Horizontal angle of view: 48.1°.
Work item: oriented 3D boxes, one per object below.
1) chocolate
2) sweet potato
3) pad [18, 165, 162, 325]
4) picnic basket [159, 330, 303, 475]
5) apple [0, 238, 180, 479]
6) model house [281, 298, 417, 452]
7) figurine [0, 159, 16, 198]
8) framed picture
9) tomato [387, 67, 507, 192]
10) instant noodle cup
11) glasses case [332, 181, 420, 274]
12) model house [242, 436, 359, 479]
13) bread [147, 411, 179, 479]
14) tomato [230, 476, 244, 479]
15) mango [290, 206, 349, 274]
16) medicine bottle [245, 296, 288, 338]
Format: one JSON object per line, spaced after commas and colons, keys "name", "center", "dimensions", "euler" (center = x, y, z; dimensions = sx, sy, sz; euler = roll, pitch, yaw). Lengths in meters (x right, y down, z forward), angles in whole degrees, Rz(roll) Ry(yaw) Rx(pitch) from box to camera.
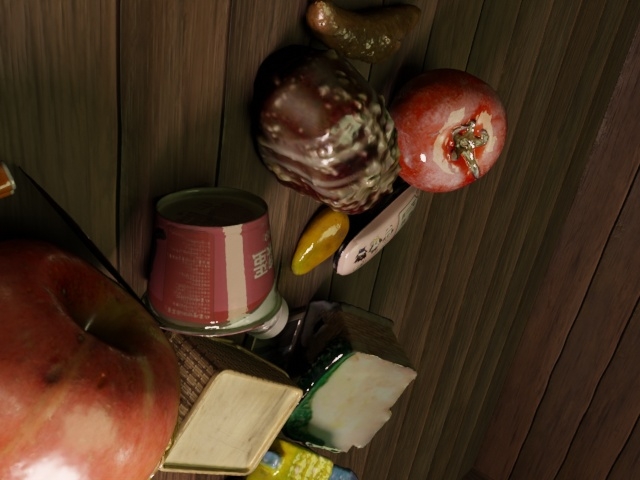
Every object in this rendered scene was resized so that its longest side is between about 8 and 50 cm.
{"name": "chocolate", "center": [0.031, -0.180, 1.292], "dimensions": [0.225, 0.210, 0.340], "euler": [-47, 147, -16]}
{"name": "sweet potato", "center": [0.093, -0.382, 1.321], "dimensions": [0.341, 0.092, 0.114], "euler": [-18, 114, -49]}
{"name": "pad", "center": [-0.312, 0.014, 0.991], "dimensions": [0.004, 0.181, 0.267], "euler": [-43, 145, -15]}
{"name": "picnic basket", "center": [-0.214, 0.317, 1.406], "dimensions": [0.228, 0.175, 0.313], "euler": [-57, 145, 0]}
{"name": "apple", "center": [-0.370, 0.197, 0.911], "dimensions": [0.364, 0.364, 0.363], "euler": [-36, 142, -34]}
{"name": "model house", "center": [0.038, 0.292, 1.678], "dimensions": [0.243, 0.284, 0.298], "euler": [24, 116, -25]}
{"name": "figurine", "center": [-0.471, -0.014, 0.788], "dimensions": [0.271, 0.143, 0.143], "euler": [-44, 146, -27]}
{"name": "framed picture", "center": [-0.130, 0.284, 1.648], "dimensions": [0.189, 0.023, 0.259], "euler": [-10, 124, -55]}
{"name": "tomato", "center": [0.258, -0.239, 1.554], "dimensions": [0.270, 0.227, 0.270], "euler": [-13, 121, -23]}
{"name": "instant noodle cup", "center": [-0.176, 0.025, 1.171], "dimensions": [0.235, 0.235, 0.178], "euler": [-22, 125, -45]}
{"name": "glasses case", "center": [0.135, -0.033, 1.684], "dimensions": [0.314, 0.075, 0.122], "euler": [-42, 161, -34]}
{"name": "model house", "center": [-0.084, 0.563, 1.591], "dimensions": [0.237, 0.216, 0.303], "euler": [-67, 150, -17]}
{"name": "bread", "center": [-0.345, 0.298, 1.159], "dimensions": [0.240, 0.240, 0.139], "euler": [-59, -167, -1]}
{"name": "tomato", "center": [-0.232, 0.680, 1.765], "dimensions": [0.228, 0.101, 0.228], "euler": [-61, 168, -23]}
{"name": "mango", "center": [0.000, 0.000, 1.550], "dimensions": [0.187, 0.066, 0.101], "euler": [-51, 149, 3]}
{"name": "medicine bottle", "center": [-0.141, 0.125, 1.409], "dimensions": [0.105, 0.105, 0.168], "euler": [-55, 149, -6]}
